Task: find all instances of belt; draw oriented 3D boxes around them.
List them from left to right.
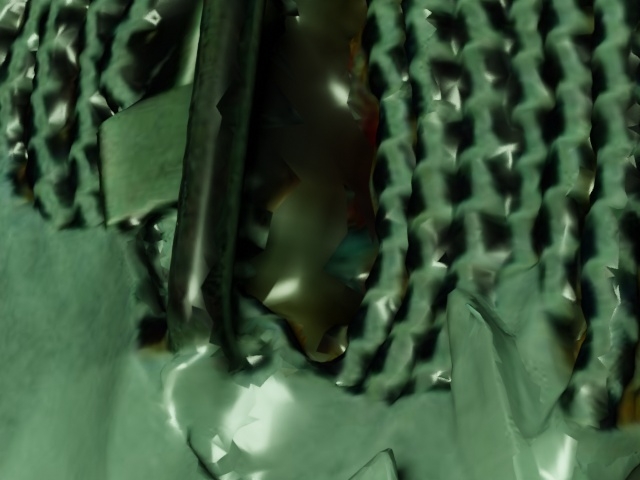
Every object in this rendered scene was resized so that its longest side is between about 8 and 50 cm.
[{"bbox_3d":[0.000,0.000,0.420,0.207,0.150,0.257,-4,70,32],"label":"belt"}]
